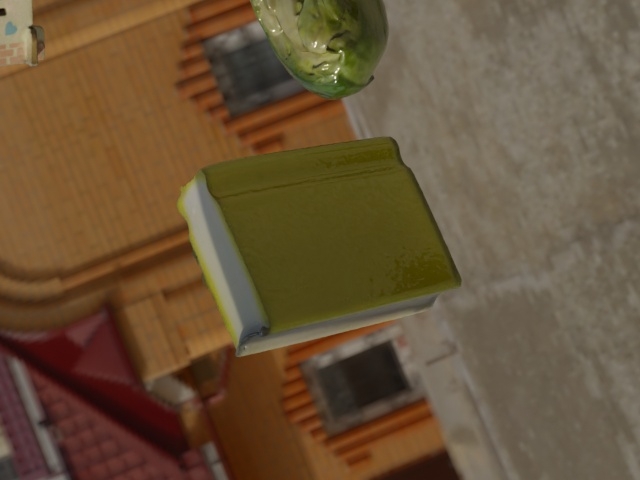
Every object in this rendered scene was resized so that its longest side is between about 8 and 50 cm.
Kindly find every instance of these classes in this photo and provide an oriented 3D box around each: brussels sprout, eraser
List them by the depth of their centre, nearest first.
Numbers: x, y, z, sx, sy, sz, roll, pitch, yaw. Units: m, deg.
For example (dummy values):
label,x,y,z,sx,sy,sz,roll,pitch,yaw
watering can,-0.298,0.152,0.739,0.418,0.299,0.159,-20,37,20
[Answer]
label,x,y,z,sx,sy,sz,roll,pitch,yaw
eraser,0.000,0.000,1.225,0.069,0.226,0.158,-45,64,47
brussels sprout,-0.001,-0.238,1.541,0.145,0.131,0.183,-13,-106,-61

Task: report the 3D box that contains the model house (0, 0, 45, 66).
label,x,y,z,sx,sy,sz,roll,pitch,yaw
model house,-0.381,-0.255,1.153,0.169,0.326,0.244,35,128,41
